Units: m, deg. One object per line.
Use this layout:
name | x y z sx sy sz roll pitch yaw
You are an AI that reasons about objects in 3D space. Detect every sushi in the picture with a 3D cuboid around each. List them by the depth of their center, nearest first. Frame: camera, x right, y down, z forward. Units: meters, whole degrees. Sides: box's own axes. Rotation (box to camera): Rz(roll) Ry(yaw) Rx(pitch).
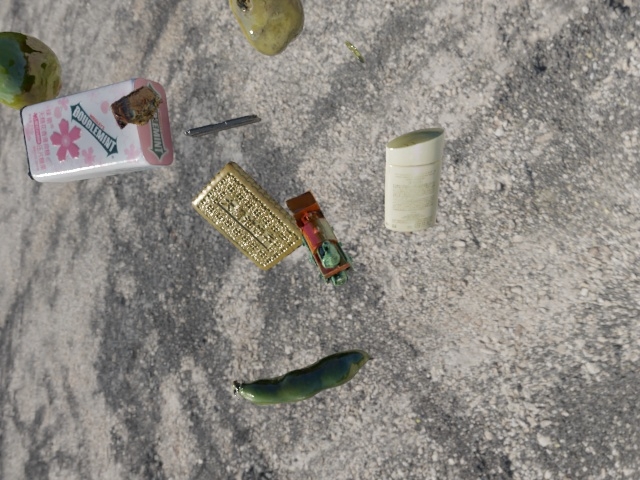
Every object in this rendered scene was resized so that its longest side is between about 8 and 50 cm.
sushi | -0.307 -0.223 0.744 0.061 0.060 0.118 -7 36 43

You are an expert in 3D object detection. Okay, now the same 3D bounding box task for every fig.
fig | -0.841 -0.477 1.214 0.207 0.230 0.207 -31 36 26

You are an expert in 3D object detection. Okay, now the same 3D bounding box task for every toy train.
toy train | 0.000 0.000 0.813 0.074 0.118 0.176 -27 45 1

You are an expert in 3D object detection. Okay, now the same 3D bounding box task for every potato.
potato | -0.152 -0.664 1.221 0.191 0.296 0.141 -28 56 0

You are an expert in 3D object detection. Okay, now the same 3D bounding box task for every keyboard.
keyboard | -0.337 -0.395 1.517 0.262 0.106 0.016 -12 96 6

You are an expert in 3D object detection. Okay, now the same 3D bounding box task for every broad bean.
broad bean | -0.029 0.240 0.755 0.254 0.047 0.065 -16 46 2

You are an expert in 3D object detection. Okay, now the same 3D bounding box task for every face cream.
face cream | 0.289 -0.183 1.384 0.173 0.349 0.081 -5 40 3

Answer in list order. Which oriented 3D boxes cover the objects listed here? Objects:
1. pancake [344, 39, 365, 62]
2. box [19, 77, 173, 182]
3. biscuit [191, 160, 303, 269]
pancake | 0.127 -0.693 1.612 0.017 0.108 0.108 -42 56 14
box | -0.525 -0.243 1.015 0.369 0.112 0.191 -5 94 21
biscuit | -0.164 -0.045 1.023 0.172 0.254 0.029 -37 18 31
